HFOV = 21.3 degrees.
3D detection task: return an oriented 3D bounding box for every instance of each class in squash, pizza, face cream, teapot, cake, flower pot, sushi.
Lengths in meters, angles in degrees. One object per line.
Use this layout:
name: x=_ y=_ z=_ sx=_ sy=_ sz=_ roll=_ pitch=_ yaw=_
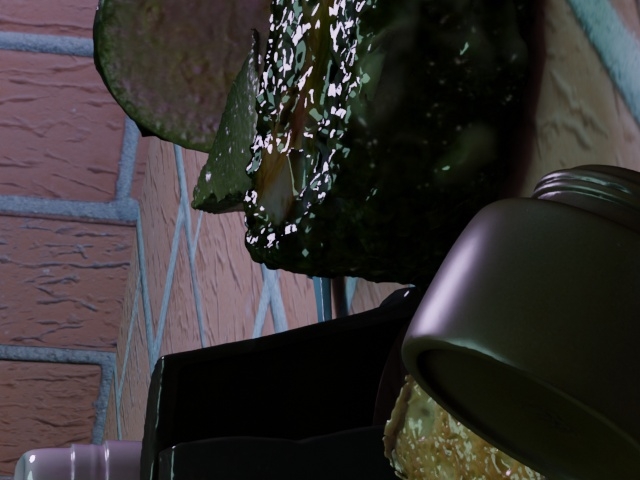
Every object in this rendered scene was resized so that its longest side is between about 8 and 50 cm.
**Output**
squash: x=-0.088 y=-0.296 z=1.935 sx=0.309 sy=0.310 sz=0.310 roll=-88 pitch=10 yaw=-52
pizza: x=0.142 y=0.129 z=1.216 sx=0.204 sy=0.080 sz=0.188 roll=38 pitch=122 yaw=47
face cream: x=-0.143 y=0.261 z=1.780 sx=0.102 sy=0.345 sz=0.102 roll=-176 pitch=90 yaw=-76
teapot: x=0.170 y=0.037 z=0.942 sx=0.268 sy=0.185 sz=0.175 roll=14 pitch=67 yaw=47
cake: x=-0.034 y=-0.060 z=1.791 sx=0.283 sy=0.158 sz=0.172 roll=120 pitch=149 yaw=-47
flower pot: x=-0.030 y=0.229 z=1.541 sx=0.379 sy=0.251 sz=0.379 roll=-177 pitch=90 yaw=-76
sushi: x=0.057 y=-0.132 z=1.436 sx=0.294 sy=0.178 sz=0.352 roll=-149 pitch=68 yaw=-73

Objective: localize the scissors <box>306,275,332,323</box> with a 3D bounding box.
scissors: x=0.001 y=0.000 z=1.948 sx=0.180 sy=0.032 sz=0.393 roll=109 pitch=162 yaw=-47
